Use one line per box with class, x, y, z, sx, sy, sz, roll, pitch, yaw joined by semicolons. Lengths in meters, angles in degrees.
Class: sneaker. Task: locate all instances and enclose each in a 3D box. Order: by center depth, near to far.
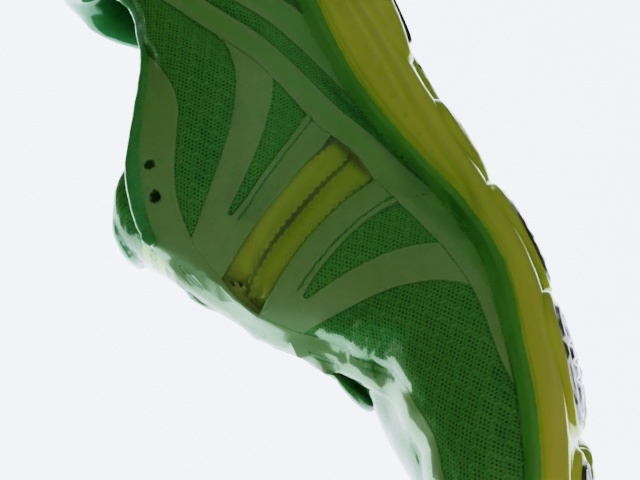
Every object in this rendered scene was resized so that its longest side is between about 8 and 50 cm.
sneaker;0.000;0.000;0.502;0.123;0.109;0.295;-28;-114;1
